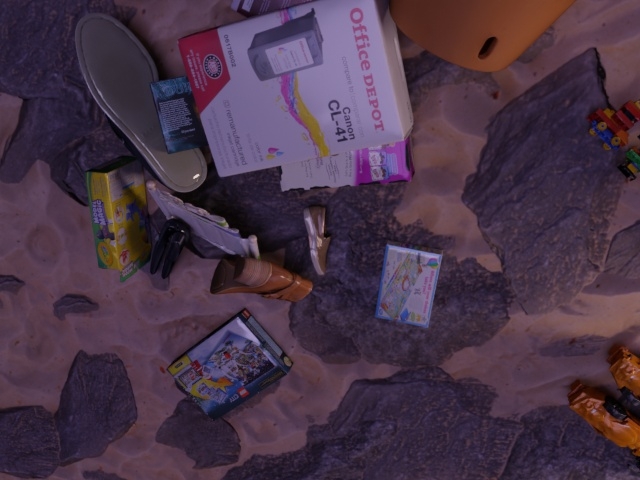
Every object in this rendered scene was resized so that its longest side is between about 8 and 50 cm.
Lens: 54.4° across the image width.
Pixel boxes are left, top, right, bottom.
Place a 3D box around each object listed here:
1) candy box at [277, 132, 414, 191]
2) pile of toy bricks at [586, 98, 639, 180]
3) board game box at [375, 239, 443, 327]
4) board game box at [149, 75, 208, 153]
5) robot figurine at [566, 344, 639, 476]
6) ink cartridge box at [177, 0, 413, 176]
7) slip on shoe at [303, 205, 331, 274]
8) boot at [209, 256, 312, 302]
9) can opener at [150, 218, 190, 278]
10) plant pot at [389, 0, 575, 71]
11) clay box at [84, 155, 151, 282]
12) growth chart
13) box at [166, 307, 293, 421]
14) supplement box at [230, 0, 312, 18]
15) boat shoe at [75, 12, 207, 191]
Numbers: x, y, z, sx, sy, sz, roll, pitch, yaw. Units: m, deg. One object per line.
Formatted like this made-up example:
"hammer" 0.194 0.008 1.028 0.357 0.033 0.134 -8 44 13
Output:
"candy box" 0.038 -0.176 1.075 0.234 0.071 0.159 -3 110 15
"pile of toy bricks" 0.526 -0.147 0.954 0.105 0.118 0.212 -42 87 -7
"board game box" 0.165 0.082 1.169 0.104 0.026 0.154 11 113 10
"board game box" -0.191 -0.232 1.089 0.186 0.026 0.126 -14 107 -12
"robot figurine" 0.610 0.325 1.118 0.291 0.085 0.211 36 116 0
"ink cartridge box" -0.032 -0.240 0.957 0.307 0.131 0.225 -9 109 19
"slip on shoe" 0.000 0.000 1.171 0.041 0.051 0.135 -10 103 6
"boot" -0.121 0.087 1.219 0.153 0.072 0.197 20 163 -28
"can opener" -0.306 0.020 1.231 0.059 0.073 0.186 33 140 -8
"plant pot" 0.226 -0.371 0.853 0.291 0.290 0.203 28 132 2
"clay box" -0.387 -0.041 1.208 0.053 0.127 0.221 6 112 13
"growth chart" -0.214 -0.027 1.171 0.237 0.021 0.172 28 160 4
"box" -0.195 0.268 1.327 0.233 0.044 0.159 -36 98 24
"supplement box" -0.008 -0.381 1.005 0.240 0.073 0.130 29 116 2
"boat shoe" -0.331 -0.238 1.129 0.340 0.127 0.113 55 158 -19
